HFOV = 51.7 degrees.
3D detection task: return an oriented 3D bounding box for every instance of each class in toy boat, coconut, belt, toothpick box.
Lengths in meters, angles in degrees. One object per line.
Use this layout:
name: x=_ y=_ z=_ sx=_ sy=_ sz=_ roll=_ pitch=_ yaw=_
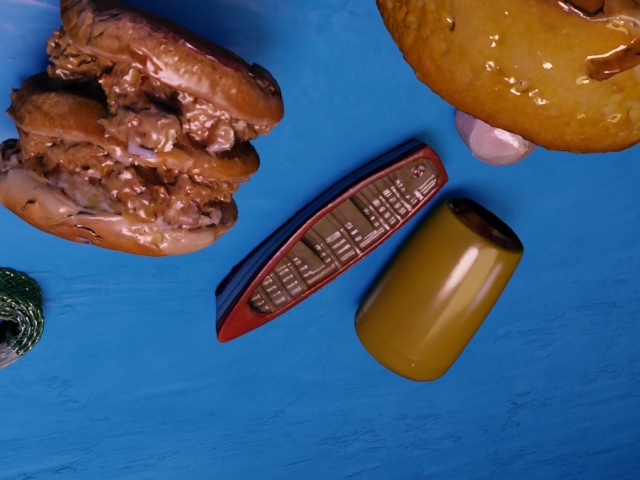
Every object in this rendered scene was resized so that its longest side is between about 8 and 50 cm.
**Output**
toy boat: x=0.000 y=0.000 z=0.918 sx=0.392 sy=0.079 sz=0.136 roll=-37 pitch=139 yaw=7
coconut: x=0.240 y=-0.153 z=0.865 sx=0.110 sy=0.124 sz=0.110 roll=-14 pitch=136 yaw=-13
belt: x=-0.408 y=0.110 z=0.803 sx=0.151 sy=0.079 sz=0.121 roll=-44 pitch=136 yaw=17
toothpick box: x=0.186 y=0.069 z=1.017 sx=0.175 sy=0.175 sz=0.271 roll=12 pitch=121 yaw=-36

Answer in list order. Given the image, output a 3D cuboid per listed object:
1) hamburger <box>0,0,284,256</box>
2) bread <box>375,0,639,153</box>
hamburger: x=-0.172 y=-0.114 z=0.622 sx=0.211 sy=0.260 sz=0.245 roll=-68 pitch=170 yaw=16
bread: x=0.216 y=-0.233 z=0.609 sx=0.336 sy=0.358 sz=0.204 roll=-6 pitch=137 yaw=-21
